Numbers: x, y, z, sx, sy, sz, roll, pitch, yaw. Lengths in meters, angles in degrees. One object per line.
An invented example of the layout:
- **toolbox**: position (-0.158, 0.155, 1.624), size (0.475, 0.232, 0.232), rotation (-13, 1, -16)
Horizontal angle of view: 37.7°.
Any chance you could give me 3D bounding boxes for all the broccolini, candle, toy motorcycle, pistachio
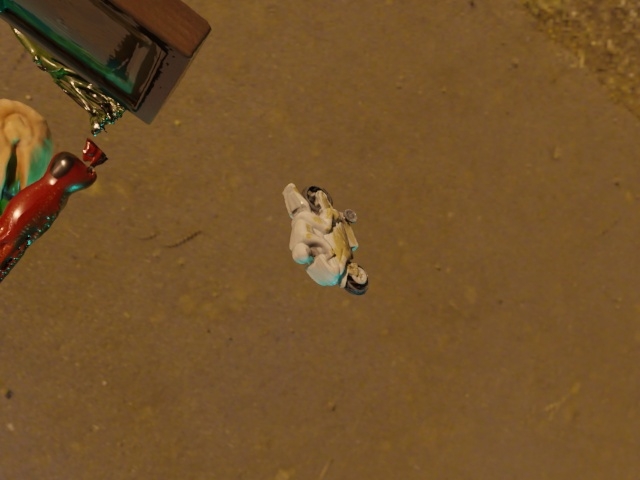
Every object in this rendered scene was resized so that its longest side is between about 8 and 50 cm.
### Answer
- **broccolini**: position (-0.349, -0.284, 1.303), size (0.123, 0.062, 0.271), rotation (-39, 93, -7)
- **candle**: position (-0.336, 0.021, 0.948), size (0.329, 0.048, 0.051), rotation (-52, 125, -15)
- **toy motorcycle**: position (0.000, 0.000, 1.649), size (0.151, 0.074, 0.228), rotation (-9, 69, -44)
- **pistachio**: position (-0.456, -0.113, 1.380), size (0.117, 0.145, 0.200), rotation (-5, 130, -26)

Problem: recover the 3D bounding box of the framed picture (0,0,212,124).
- **framed picture**: position (-0.131, -0.125, 0.516), size (0.128, 0.168, 0.023), rotation (37, 76, -11)
